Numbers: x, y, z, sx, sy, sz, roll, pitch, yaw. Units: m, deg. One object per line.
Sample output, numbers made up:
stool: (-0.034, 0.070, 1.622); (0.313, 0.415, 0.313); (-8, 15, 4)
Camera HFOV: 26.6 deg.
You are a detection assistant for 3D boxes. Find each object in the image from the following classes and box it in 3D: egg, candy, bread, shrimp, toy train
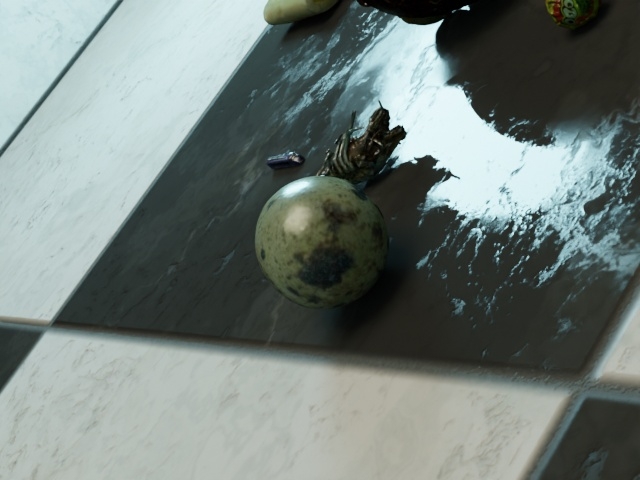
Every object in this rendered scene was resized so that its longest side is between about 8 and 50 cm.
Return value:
egg: (0.000, 0.000, 1.437); (0.141, 0.141, 0.181); (-48, 17, 2)
candy: (0.277, -0.287, 1.533); (0.060, 0.060, 0.201); (-41, 16, 18)
bread: (-0.014, -0.421, 2.262); (0.139, 0.060, 0.178); (-53, 22, -14)
shrimp: (0.031, -0.095, 1.621); (0.174, 0.082, 0.076); (-48, 25, 21)
toy train: (-0.049, -0.112, 1.875); (0.017, 0.017, 0.083); (-57, 24, -18)

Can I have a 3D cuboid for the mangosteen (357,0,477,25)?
mangosteen: (0.132, -0.412, 1.735); (0.288, 0.288, 0.288); (-39, 24, 21)
